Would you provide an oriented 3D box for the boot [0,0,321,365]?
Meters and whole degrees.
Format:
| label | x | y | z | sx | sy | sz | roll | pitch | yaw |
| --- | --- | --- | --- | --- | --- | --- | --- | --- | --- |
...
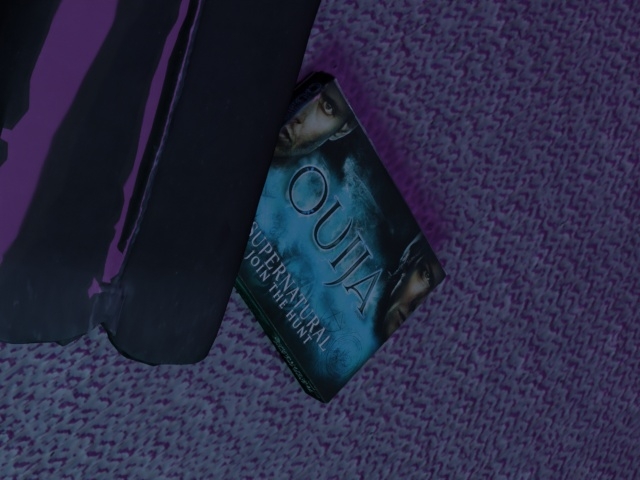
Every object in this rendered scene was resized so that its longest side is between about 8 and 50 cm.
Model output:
| label | x | y | z | sx | sy | sz | roll | pitch | yaw |
| --- | --- | --- | --- | --- | --- | --- | --- | --- | --- |
| boot | -0.012 | -0.139 | 1.049 | 0.367 | 0.146 | 0.445 | 16 | 92 | -33 |

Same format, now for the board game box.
| label | x | y | z | sx | sy | sz | roll | pitch | yaw |
| --- | --- | --- | --- | --- | --- | --- | --- | --- | --- |
| board game box | 0.000 | 0.000 | 1.201 | 0.126 | 0.026 | 0.186 | -46 | 130 | -17 |
